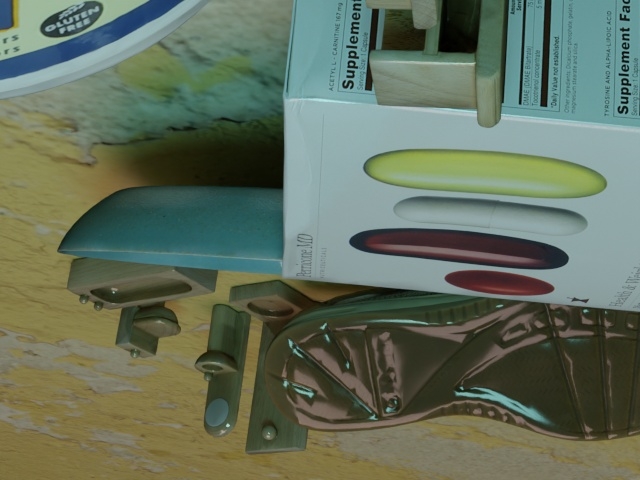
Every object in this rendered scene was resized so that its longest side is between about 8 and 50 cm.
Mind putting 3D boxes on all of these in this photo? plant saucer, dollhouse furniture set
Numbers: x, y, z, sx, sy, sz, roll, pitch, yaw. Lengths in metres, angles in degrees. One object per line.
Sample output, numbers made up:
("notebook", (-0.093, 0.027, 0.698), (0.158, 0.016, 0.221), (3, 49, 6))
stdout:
("plant saucer", (0.000, 0.000, 0.866), (0.317, 0.044, 0.317), (5, 177, 0))
("dollhouse furniture set", (-0.105, 0.090, 1.108), (0.144, 0.123, 0.151), (-10, 152, 34))
("dollhouse furniture set", (0.067, -0.149, 0.452), (0.101, 0.161, 0.182), (3, 158, 9))

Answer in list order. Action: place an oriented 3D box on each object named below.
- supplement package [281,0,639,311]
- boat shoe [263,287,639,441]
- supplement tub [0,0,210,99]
("supplement package", (0.089, -0.073, 0.640), (0.203, 0.149, 0.194), (5, 157, 1))
("boat shoe", (0.133, 0.071, 1.035), (0.341, 0.122, 0.110), (0, -163, 8))
("supplement tub", (-0.107, -0.182, 0.278), (0.235, 0.235, 0.325), (7, 166, 0))
